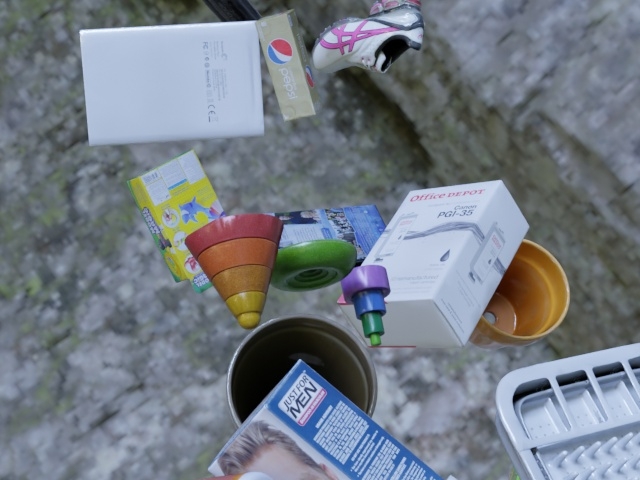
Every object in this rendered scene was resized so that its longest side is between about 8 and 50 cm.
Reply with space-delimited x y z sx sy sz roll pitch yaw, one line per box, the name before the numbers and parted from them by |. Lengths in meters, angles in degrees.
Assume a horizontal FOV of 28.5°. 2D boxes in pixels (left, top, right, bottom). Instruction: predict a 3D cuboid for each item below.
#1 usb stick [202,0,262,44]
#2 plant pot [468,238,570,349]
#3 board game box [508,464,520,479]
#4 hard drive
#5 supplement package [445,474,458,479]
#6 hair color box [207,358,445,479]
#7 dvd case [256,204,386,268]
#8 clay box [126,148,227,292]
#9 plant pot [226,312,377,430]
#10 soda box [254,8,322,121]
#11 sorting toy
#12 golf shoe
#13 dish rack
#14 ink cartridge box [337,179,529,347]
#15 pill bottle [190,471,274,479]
usb stick | -0.185 -0.467 2.437 0.077 0.045 0.278 -16 -33 22
plant pot | 0.354 0.123 2.443 0.205 0.205 0.188 -31 -13 -22
board game box | 0.317 0.306 1.853 0.092 0.043 0.181 47 -122 -85
hard drive | -0.267 -0.285 2.289 0.318 0.210 0.040 -4 11 -5
supplement package | 0.221 0.565 2.073 0.145 0.204 0.262 -43 -18 -55
hair color box | 0.047 0.328 1.564 0.174 0.347 0.105 -51 -2 42
dvd case | 0.000 0.000 2.230 0.253 0.180 0.022 -5 -55 -13
clay box | -0.225 -0.029 2.145 0.127 0.222 0.053 -31 11 -37
plant pot | -0.049 0.360 2.752 0.323 0.323 0.280 -33 -18 -18
soda box | -0.054 -0.301 2.169 0.061 0.181 0.058 -12 15 16
sorting toy | -0.020 0.071 1.581 0.127 0.126 0.365 -24 -26 30
golf shoe | 0.060 -0.260 1.691 0.186 0.086 0.067 -23 -27 39
dish rack | 0.346 0.283 1.377 0.285 0.333 0.072 -8 -32 -31
ink cartridge box | 0.188 0.039 2.077 0.207 0.117 0.283 -6 39 43
pill bottle | -0.155 0.347 1.502 0.216 0.121 0.121 -12 -5 26
